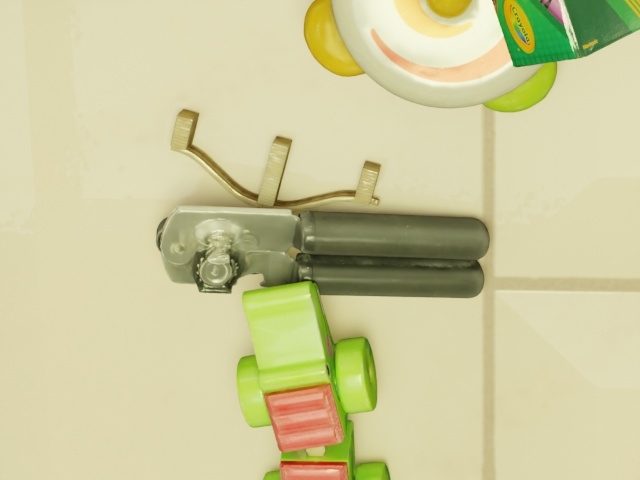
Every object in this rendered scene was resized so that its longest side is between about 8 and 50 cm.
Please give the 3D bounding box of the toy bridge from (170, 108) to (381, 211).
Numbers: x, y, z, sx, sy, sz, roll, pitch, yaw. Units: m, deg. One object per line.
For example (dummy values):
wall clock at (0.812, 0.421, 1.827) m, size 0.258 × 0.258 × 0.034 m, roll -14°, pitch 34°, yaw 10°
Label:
toy bridge at (-0.040, -0.058, 1.630) m, size 0.188 × 0.026 × 0.063 m, roll 16°, pitch 109°, yaw 3°

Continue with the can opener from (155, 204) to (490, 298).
can opener at (0.000, 0.000, 1.622) m, size 0.283 × 0.095 × 0.076 m, roll 2°, pitch 115°, yaw -7°

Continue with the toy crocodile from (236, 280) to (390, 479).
toy crocodile at (-0.003, 0.186, 1.634) m, size 0.115 × 0.105 × 0.340 m, roll -5°, pitch 119°, yaw 8°

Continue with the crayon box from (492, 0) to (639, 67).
crayon box at (0.241, -0.258, 1.426) m, size 0.278 × 0.081 × 0.165 m, roll -28°, pitch 104°, yaw -31°

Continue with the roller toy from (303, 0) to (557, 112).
roller toy at (0.104, -0.207, 1.507) m, size 0.209 × 0.146 × 0.191 m, roll 17°, pitch 106°, yaw 3°
